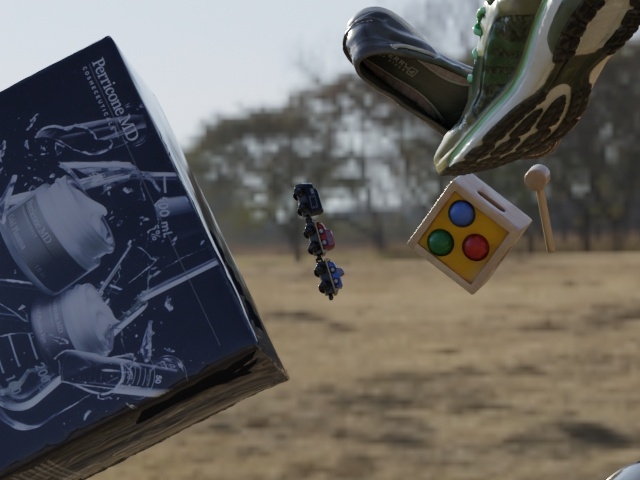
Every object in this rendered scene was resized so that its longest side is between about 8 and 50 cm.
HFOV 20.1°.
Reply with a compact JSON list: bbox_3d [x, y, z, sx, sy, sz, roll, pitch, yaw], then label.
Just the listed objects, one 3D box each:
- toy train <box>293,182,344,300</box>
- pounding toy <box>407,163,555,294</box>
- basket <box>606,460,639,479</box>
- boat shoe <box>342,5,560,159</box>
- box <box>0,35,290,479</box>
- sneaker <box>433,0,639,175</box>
[{"bbox_3d":[0.000,0.000,2.314,0.036,0.158,0.027,-13,-14,-9],"label":"toy train"},{"bbox_3d":[0.264,-0.025,2.690,0.181,0.206,0.094,38,23,9],"label":"pounding toy"},{"bbox_3d":[0.310,0.348,1.923,0.154,0.204,0.227,24,14,25],"label":"basket"},{"bbox_3d":[0.169,-0.177,2.302,0.335,0.112,0.095,29,32,-20],"label":"boat shoe"},{"bbox_3d":[-0.248,0.039,1.717,0.312,0.343,0.179,-27,-17,0],"label":"box"},{"bbox_3d":[0.241,-0.239,2.145,0.158,0.182,0.410,-7,-34,-37],"label":"sneaker"}]
